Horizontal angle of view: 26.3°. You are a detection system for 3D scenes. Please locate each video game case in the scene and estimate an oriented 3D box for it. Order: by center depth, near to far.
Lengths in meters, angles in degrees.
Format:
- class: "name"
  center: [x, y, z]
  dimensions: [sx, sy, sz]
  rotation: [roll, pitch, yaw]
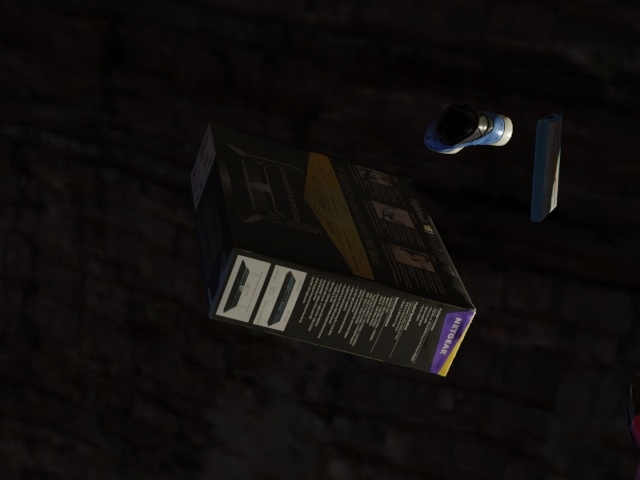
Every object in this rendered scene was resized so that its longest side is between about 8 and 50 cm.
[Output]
- class: "video game case"
  center: [0.275, -0.091, 1.665]
  dimensions: [0.015, 0.119, 0.166]
  rotation: [5, -171, 15]

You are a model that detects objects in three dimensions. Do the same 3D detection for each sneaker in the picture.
- class: "sneaker"
  center: [0.173, -0.150, 1.828]
  dimensions: [0.084, 0.058, 0.152]
  rotation: [10, 176, -38]

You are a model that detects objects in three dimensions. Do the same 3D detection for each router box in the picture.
- class: "router box"
  center: [0.000, 0.000, 1.390]
  dimensions: [0.242, 0.081, 0.309]
  rotation: [15, -157, -16]

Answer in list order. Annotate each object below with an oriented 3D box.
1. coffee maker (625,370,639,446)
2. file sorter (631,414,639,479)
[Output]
- class: "coffee maker"
  center: [0.546, 0.274, 2.058]
  dimensions: [0.178, 0.120, 0.171]
  rotation: [9, -130, -55]
- class: "file sorter"
  center: [0.390, 0.187, 0.963]
  dimensions: [0.290, 0.182, 0.202]
  rotation: [-22, -119, -4]
